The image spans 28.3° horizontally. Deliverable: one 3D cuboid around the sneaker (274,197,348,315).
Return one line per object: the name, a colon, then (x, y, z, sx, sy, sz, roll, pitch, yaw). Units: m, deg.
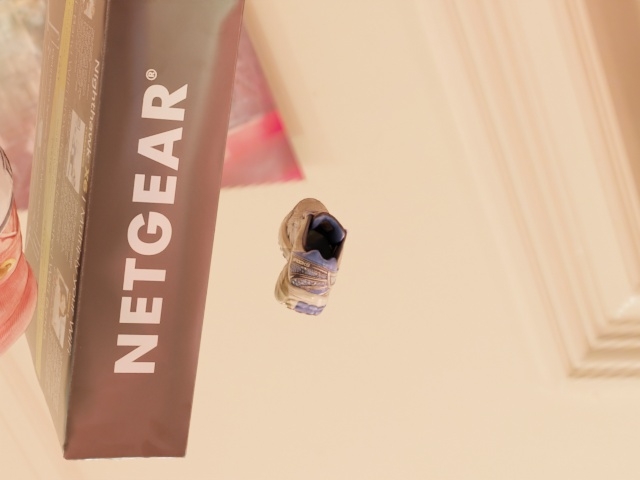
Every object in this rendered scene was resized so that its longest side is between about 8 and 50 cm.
sneaker: (0.000, 0.000, 0.967, 0.052, 0.058, 0.135, 20, -150, -13)

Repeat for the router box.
router box: (-0.133, -0.049, 0.824, 0.081, 0.309, 0.243, 3, -163, -20)

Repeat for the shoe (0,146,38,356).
shoe: (-0.157, 0.037, 0.346, 0.178, 0.081, 0.063, -34, -117, -20)
